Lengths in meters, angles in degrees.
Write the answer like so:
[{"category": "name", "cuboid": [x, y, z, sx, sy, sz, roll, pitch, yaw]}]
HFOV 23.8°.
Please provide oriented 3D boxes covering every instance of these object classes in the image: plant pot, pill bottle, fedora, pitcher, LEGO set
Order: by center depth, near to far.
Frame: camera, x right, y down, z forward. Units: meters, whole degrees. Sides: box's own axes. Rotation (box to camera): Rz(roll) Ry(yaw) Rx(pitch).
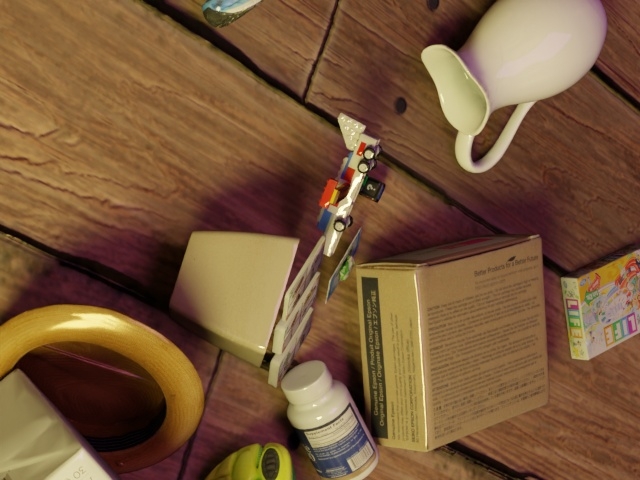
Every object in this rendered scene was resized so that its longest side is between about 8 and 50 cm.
[{"category": "fedora", "cuboid": [-0.192, 0.112, 1.287, 0.194, 0.194, 0.079, 55, 18, -30]}, {"category": "plant pot", "cuboid": [-0.083, 0.045, 1.384, 0.096, 0.109, 0.109, 17, 77, -1]}, {"category": "LEGO set", "cuboid": [0.000, 0.000, 1.474, 0.244, 0.060, 0.182, -58, 168, -31]}, {"category": "pill bottle", "cuboid": [0.007, 0.181, 1.509, 0.067, 0.067, 0.120, -44, 120, -33]}, {"category": "pitcher", "cuboid": [0.218, -0.184, 1.671, 0.207, 0.125, 0.178, -34, 136, -26]}]

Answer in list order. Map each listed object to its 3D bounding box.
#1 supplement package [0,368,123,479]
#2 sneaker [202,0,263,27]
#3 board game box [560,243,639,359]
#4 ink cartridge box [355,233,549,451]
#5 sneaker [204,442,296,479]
[{"category": "supplement package", "cuboid": [-0.198, 0.283, 1.215, 0.177, 0.175, 0.293, -42, 121, -11]}, {"category": "sneaker", "cuboid": [-0.070, -0.266, 1.433, 0.073, 0.063, 0.162, 43, 58, -16]}, {"category": "board game box", "cuboid": [0.358, 0.074, 1.865, 0.154, 0.026, 0.103, -21, 107, -41]}, {"category": "ink cartridge box", "cuboid": [0.144, 0.102, 1.610, 0.234, 0.088, 0.193, -11, 99, -48]}, {"category": "sneaker", "cuboid": [-0.066, 0.338, 1.441, 0.123, 0.109, 0.296, 10, 84, -65]}]
